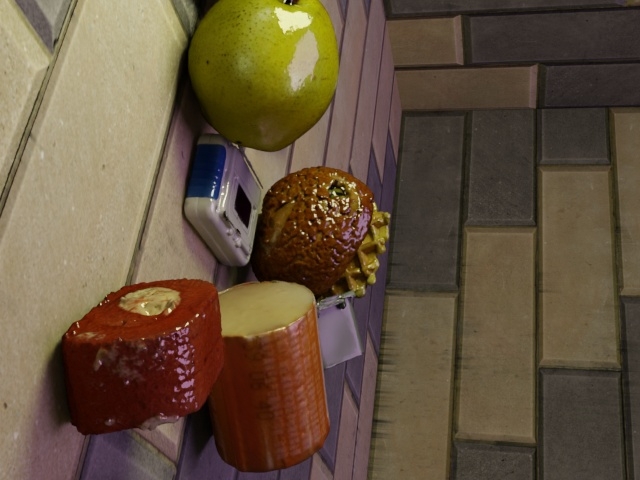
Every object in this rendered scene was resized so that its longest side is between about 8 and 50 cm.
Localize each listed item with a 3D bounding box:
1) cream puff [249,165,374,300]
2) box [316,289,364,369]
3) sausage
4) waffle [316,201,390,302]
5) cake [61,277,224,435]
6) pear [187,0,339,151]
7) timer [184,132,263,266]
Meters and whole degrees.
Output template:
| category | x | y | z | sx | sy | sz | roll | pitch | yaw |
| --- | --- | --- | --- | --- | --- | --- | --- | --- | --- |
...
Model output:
| category | x | y | z | sx | sy | sz | roll | pitch | yaw |
| --- | --- | --- | --- | --- | --- | --- | --- | --- | --- |
| cream puff | -0.034 | -0.020 | 1.735 | 0.303 | 0.212 | 0.303 | -56 | -163 | 27 |
| box | -0.022 | 0.201 | 1.747 | 0.163 | 0.243 | 0.135 | -16 | 85 | -33 |
| sausage | -0.105 | 0.243 | 1.559 | 0.233 | 0.233 | 0.287 | -63 | 150 | -62 |
| waffle | 0.009 | 0.001 | 1.903 | 0.058 | 0.300 | 0.282 | 22 | 72 | -70 |
| cake | -0.227 | 0.151 | 1.150 | 0.283 | 0.176 | 0.151 | -48 | 138 | -73 |
| pear | -0.099 | -0.311 | 1.483 | 0.294 | 0.294 | 0.294 | 1 | 90 | -77 |
| timer | -0.173 | -0.071 | 1.592 | 0.253 | 0.078 | 0.178 | 65 | 29 | -64 |
